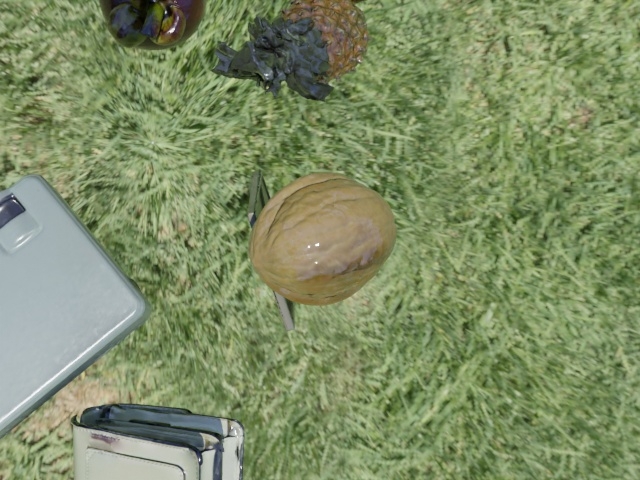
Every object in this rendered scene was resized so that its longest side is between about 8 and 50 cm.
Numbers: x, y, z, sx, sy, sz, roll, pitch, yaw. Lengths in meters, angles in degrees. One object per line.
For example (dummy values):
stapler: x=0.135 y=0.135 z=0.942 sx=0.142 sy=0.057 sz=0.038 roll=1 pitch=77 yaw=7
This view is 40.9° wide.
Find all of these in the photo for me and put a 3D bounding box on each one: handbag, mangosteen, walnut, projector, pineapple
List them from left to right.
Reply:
projector: x=-0.329 y=0.080 z=0.877 sx=0.257 sy=0.099 sz=0.192 roll=-40 pitch=89 yaw=-9
mangosteen: x=-0.331 y=-0.460 z=1.670 sx=0.215 sy=0.257 sz=0.215 roll=1 pitch=132 yaw=1
handbag: x=-0.242 y=0.429 z=1.239 sx=0.237 sy=0.160 sz=0.358 roll=4 pitch=97 yaw=17
pineapple: x=-0.033 y=-0.280 z=1.276 sx=0.170 sy=0.310 sz=0.141 roll=41 pitch=125 yaw=7
walnut: x=0.000 y=0.000 z=1.448 sx=0.261 sy=0.225 sz=0.224 roll=-20 pitch=100 yaw=-26

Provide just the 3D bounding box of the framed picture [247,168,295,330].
framed picture: x=-0.097 y=0.009 z=1.743 sx=0.022 sy=0.335 sz=0.247 roll=-17 pitch=109 yaw=3

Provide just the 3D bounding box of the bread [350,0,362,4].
bread: x=0.055 y=-0.479 z=1.482 sx=0.074 sy=0.084 sz=0.139 roll=-28 pitch=104 yaw=-32
